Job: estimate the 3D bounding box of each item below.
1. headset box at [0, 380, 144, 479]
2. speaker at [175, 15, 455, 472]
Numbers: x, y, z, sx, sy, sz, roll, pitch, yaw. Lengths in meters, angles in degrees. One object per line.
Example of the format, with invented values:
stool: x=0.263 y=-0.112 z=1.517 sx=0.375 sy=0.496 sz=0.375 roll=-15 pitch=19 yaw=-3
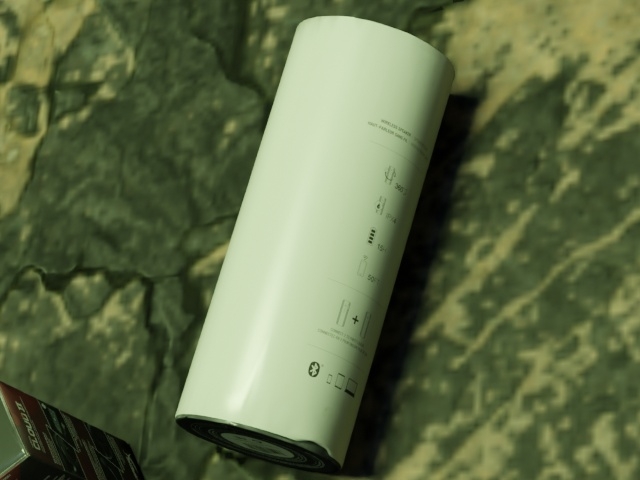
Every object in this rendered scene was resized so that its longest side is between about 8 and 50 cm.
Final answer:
headset box: x=-0.101 y=0.081 z=0.627 sx=0.062 sy=0.083 sz=0.032 roll=-37 pitch=56 yaw=11
speaker: x=0.000 y=0.000 z=0.623 sx=0.055 sy=0.055 sz=0.136 roll=7 pitch=73 yaw=32
